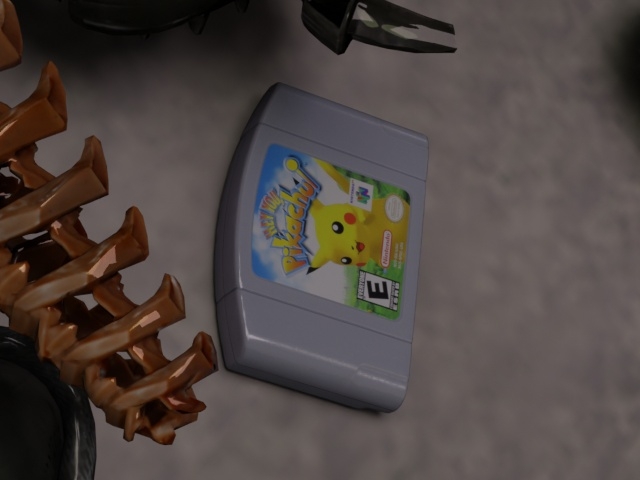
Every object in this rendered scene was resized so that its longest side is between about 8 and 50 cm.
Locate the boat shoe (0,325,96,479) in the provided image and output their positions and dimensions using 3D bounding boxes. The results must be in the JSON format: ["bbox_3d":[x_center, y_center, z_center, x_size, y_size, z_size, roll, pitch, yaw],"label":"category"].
[{"bbox_3d":[-0.134,0.134,0.319,0.113,0.105,0.306,45,54,-5],"label":"boat shoe"}]

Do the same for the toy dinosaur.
[{"bbox_3d":[-0.080,-0.102,0.446,0.218,0.164,0.322,-8,79,-21],"label":"toy dinosaur"}]

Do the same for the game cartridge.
[{"bbox_3d":[0.000,0.000,0.514,0.056,0.017,0.083,16,61,-19],"label":"game cartridge"}]
